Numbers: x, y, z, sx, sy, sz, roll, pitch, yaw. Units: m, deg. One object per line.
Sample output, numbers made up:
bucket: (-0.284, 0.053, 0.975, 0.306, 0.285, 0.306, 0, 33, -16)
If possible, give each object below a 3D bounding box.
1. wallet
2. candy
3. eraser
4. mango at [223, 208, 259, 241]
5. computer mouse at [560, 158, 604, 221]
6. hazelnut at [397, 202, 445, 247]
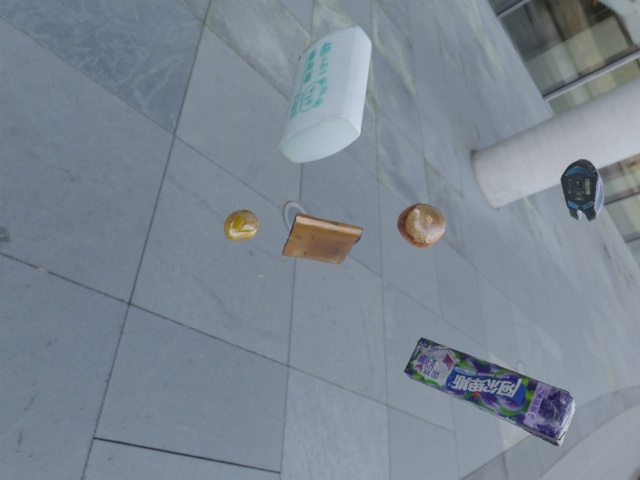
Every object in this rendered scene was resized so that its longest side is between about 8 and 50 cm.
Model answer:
wallet: (-0.001, -0.003, 1.147, 0.160, 0.195, 0.042, 9, 64, -8)
candy: (0.311, 0.277, 0.931, 0.088, 0.312, 0.061, -58, 138, -19)
eraser: (0.013, -0.321, 1.067, 0.104, 0.189, 0.290, 41, 46, -42)
mango: (-0.194, -0.034, 1.182, 0.114, 0.060, 0.080, -37, 119, -55)
computer mouse: (0.555, -0.106, 1.024, 0.047, 0.079, 0.135, -19, 107, -30)
hazelnut: (0.320, -0.048, 1.557, 0.150, 0.150, 0.151, 32, 47, -41)
